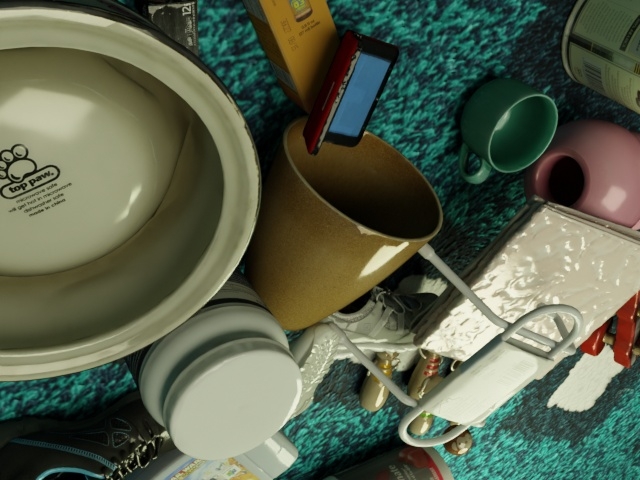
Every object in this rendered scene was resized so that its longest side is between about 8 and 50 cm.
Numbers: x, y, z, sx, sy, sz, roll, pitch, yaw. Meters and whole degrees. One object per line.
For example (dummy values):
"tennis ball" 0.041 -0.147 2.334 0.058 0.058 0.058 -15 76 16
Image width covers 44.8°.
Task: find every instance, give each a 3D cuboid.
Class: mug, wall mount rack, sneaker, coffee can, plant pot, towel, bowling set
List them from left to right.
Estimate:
"sneaker" -0.306 0.313 1.128 0.341 0.139 0.125 -11 124 -29
"sneaker" -0.048 0.194 1.201 0.090 0.095 0.235 -17 147 -39
"plant pot" 0.000 0.000 1.068 0.237 0.237 0.254 5 134 -36
"sneaker" 0.099 0.119 1.279 0.281 0.105 0.115 -9 120 -31
"bowling set" 0.236 0.274 1.425 0.287 0.200 0.154 -5 123 -35
"wall mount rack" 0.196 0.154 1.152 0.304 0.130 0.350 24 123 -29
"mug" 0.267 -0.176 1.180 0.157 0.097 0.129 -27 133 -14
"towel" 0.352 0.088 1.250 0.317 0.053 0.332 17 127 -29
"coffee can" 0.530 -0.277 1.156 0.201 0.275 0.201 -18 130 -22

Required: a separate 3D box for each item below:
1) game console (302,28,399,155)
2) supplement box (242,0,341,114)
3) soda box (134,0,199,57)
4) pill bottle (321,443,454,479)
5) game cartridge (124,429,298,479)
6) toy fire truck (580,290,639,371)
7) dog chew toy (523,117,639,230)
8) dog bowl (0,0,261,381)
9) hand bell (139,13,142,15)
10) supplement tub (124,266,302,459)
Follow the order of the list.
"game console" 0.043 -0.171 0.943 0.085 0.124 0.144 18 111 -14
"supplement box" -0.038 -0.270 0.927 0.078 0.080 0.233 -34 135 -10
"soda box" -0.175 -0.201 0.901 0.060 0.053 0.169 -14 128 -24
"pill bottle" 0.096 0.526 1.521 0.318 0.176 0.176 -16 129 -24
"game cartridge" -0.201 0.397 1.304 0.297 0.062 0.198 -37 136 0
"toy fire truck" 0.685 0.126 1.654 0.254 0.169 0.302 -47 140 -30
"dog chew toy" 0.500 -0.101 1.329 0.332 0.206 0.207 -4 124 -41
"dog bowl" -0.269 -0.058 0.727 0.408 0.150 0.408 -14 135 -15
"hand bell" -0.298 -0.273 0.753 0.126 0.126 0.242 -40 122 -2
"supplement tub" -0.157 0.124 0.994 0.191 0.272 0.191 -17 129 -22
